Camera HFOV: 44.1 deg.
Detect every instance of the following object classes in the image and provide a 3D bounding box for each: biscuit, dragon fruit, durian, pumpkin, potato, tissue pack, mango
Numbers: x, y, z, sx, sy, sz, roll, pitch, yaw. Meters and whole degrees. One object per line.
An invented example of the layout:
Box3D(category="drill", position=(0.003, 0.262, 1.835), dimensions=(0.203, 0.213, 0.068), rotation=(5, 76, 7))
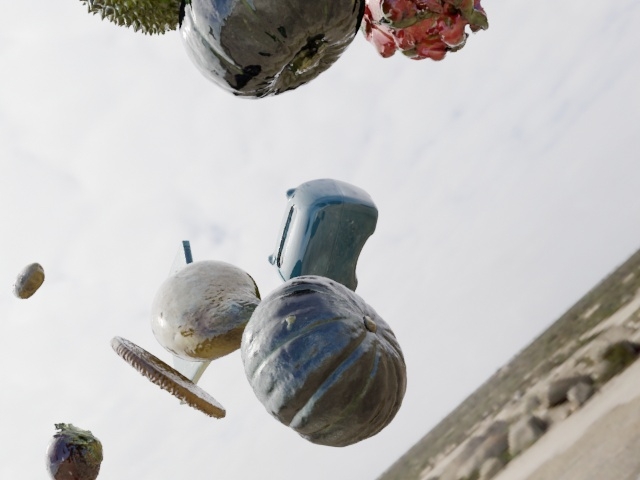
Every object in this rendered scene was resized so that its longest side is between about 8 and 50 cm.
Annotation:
Box3D(category="biscuit", position=(-0.336, 0.306, 1.736), dimensions=(0.038, 0.305, 0.305), rotation=(-56, -16, -9))
Box3D(category="dragon fruit", position=(0.186, -0.448, 1.456), dimensions=(0.231, 0.237, 0.302), rotation=(-9, 11, -7))
Box3D(category="durian", position=(-0.326, -0.462, 1.413), dimensions=(0.237, 0.200, 0.176), rotation=(7, -62, -19))
Box3D(category="pumpkin", position=(0.008, 0.147, 0.980), dimensions=(0.162, 0.220, 0.220), rotation=(-41, -16, 22))
Box3D(category="potato", position=(-0.550, 0.077, 1.484), dimensions=(0.083, 0.051, 0.040), rotation=(-49, -16, 18))
Box3D(category="tissue pack", position=(0.000, 0.000, 1.897), dimensions=(0.206, 0.198, 0.287), rotation=(7, -66, -20))
Box3D(category="pumpkin", position=(-0.082, -0.384, 1.325), dimensions=(0.323, 0.241, 0.323), rotation=(-29, -3, -2))
Box3D(category="mango", position=(-0.183, 0.124, 1.338), dimensions=(0.193, 0.146, 0.316), rotation=(-39, 26, -21))

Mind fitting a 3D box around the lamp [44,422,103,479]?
Box3D(category="lamp", position=(-0.590, 0.529, 1.916), dimensions=(0.135, 0.156, 0.157), rotation=(-17, -41, 8))

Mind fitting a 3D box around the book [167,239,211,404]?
Box3D(category="book", position=(-0.373, 0.222, 2.158), dimensions=(0.031, 0.379, 0.264), rotation=(2, -36, -26))
